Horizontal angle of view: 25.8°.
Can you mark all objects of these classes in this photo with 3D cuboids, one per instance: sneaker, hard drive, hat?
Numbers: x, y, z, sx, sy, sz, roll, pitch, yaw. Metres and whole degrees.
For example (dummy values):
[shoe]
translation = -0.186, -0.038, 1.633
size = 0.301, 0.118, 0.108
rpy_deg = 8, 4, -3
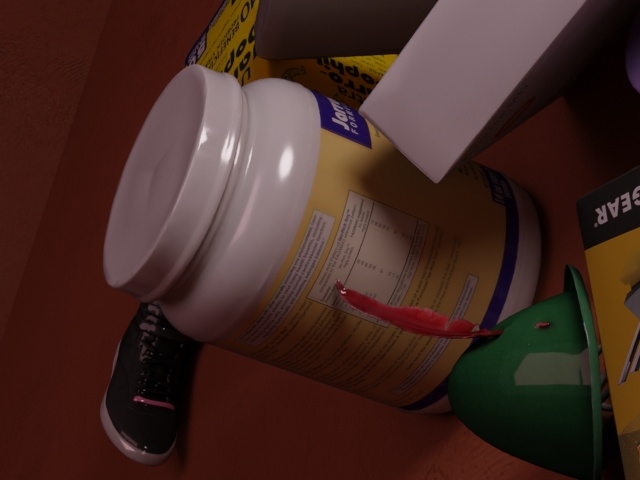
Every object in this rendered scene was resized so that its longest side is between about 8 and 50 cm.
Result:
[sneaker]
translation = -0.222, 0.166, 1.883
size = 0.295, 0.105, 0.147
rpy_deg = -99, 32, -58
[hard drive]
translation = 0.064, -0.246, 1.313
size = 0.353, 0.233, 0.047
rpy_deg = 124, 142, -79
[hat]
translation = 0.099, 0.107, 1.007
size = 0.208, 0.184, 0.173
rpy_deg = 27, -121, -84

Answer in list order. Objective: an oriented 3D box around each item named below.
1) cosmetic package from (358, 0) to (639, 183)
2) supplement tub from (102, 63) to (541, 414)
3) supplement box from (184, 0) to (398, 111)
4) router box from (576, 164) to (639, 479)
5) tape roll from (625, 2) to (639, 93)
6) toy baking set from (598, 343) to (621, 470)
[cosmetic package]
translation = 0.219, -0.237, 1.079
size = 0.284, 0.097, 0.377
rpy_deg = -31, -17, -53
[supplement tub]
translation = 0.000, 0.000, 1.239
size = 0.241, 0.331, 0.241
rpy_deg = -48, 31, 40
[supplement box]
translation = -0.030, -0.144, 1.614
size = 0.194, 0.195, 0.356
rpy_deg = -54, 27, 32
[router box]
translation = 0.289, 0.039, 0.799
size = 0.309, 0.081, 0.243
rpy_deg = -35, 57, 54
[tape roll]
translation = 0.309, -0.161, 0.983
size = 0.189, 0.080, 0.189
rpy_deg = -48, 23, 29
[toy baking set]
translation = 0.259, 0.039, 1.025
size = 0.197, 0.030, 0.256
rpy_deg = -42, 31, 55
